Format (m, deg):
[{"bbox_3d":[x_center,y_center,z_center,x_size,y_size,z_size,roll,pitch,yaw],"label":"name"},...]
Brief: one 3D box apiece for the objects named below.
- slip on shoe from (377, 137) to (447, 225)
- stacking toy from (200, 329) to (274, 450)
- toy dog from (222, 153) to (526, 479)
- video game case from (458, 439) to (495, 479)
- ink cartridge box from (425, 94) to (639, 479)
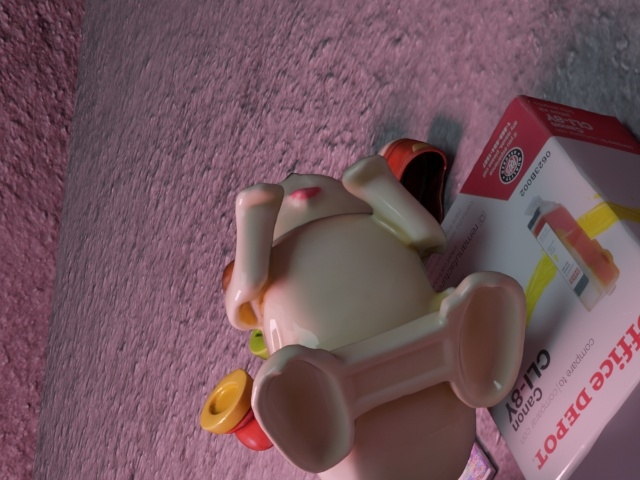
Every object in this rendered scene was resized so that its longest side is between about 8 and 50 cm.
[{"bbox_3d":[0.114,0.009,1.604,0.101,0.123,0.331,-2,74,57],"label":"slip on shoe"},{"bbox_3d":[-0.036,0.228,1.857,0.309,0.130,0.280,-15,41,56],"label":"stacking toy"},{"bbox_3d":[0.040,0.080,1.274,0.408,0.284,0.395,59,175,51],"label":"toy dog"},{"bbox_3d":[0.184,0.297,1.470,0.087,0.011,0.122,-65,31,23],"label":"video game case"},{"bbox_3d":[0.286,0.064,1.208,0.279,0.160,0.385,-62,33,29],"label":"ink cartridge box"}]
